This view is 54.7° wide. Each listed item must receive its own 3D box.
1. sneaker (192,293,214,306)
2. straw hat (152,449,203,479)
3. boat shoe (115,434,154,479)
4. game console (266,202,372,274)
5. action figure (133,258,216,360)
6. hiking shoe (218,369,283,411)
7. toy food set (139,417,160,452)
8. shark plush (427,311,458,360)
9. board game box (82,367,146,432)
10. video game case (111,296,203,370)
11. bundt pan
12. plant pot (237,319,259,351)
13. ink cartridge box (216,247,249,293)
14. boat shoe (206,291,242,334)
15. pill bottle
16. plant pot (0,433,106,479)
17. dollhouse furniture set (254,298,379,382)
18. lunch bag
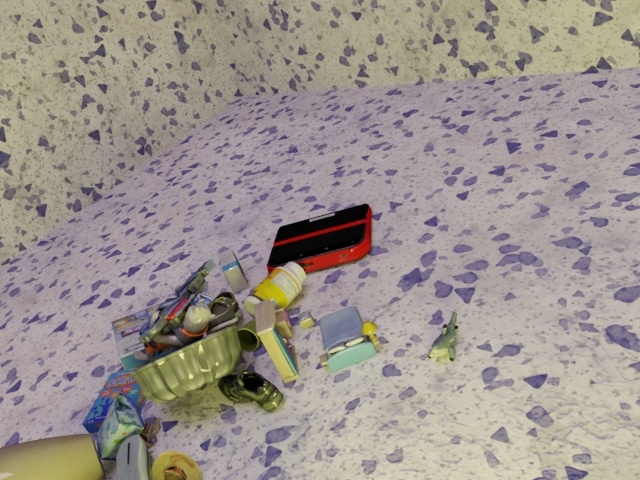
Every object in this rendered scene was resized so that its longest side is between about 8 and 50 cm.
[{"bbox_3d":[-0.435,0.220,2.207,0.144,0.053,0.059,8,44,43],"label":"sneaker"},{"bbox_3d":[-0.365,0.600,1.541,0.061,0.144,0.144,-57,23,20],"label":"straw hat"},{"bbox_3d":[-0.456,0.617,1.546,0.109,0.094,0.302,-31,29,7],"label":"boat shoe"},{"bbox_3d":[0.000,0.000,2.270,0.386,0.060,0.342,-14,26,14],"label":"game console"},{"bbox_3d":[-0.404,0.229,1.864,0.330,0.178,0.341,-22,24,53],"label":"action figure"},{"bbox_3d":[-0.205,0.393,1.713,0.227,0.114,0.086,2,38,37],"label":"hiking shoe"},{"bbox_3d":[-0.495,0.554,1.750,0.078,0.019,0.122,-21,30,5],"label":"toy food set"},{"bbox_3d":[0.335,0.248,1.620,0.073,0.067,0.161,10,44,44],"label":"shark plush"},{"bbox_3d":[-0.614,0.488,1.908,0.160,0.047,0.210,-13,30,17],"label":"board game box"},{"bbox_3d":[-0.557,0.306,2.104,0.269,0.061,0.244,-20,29,-16],"label":"video game case"},{"bbox_3d":[-0.367,0.361,1.766,0.331,0.124,0.331,-24,-5,-2],"label":"bundt pan"},{"bbox_3d":[-0.219,0.290,1.933,0.083,0.083,0.079,-11,21,21],"label":"plant pot"},{"bbox_3d":[-0.323,0.101,2.268,0.060,0.104,0.180,-26,31,-5],"label":"ink cartridge box"},{"bbox_3d":[-0.317,0.226,1.959,0.109,0.091,0.305,-23,3,1],"label":"boat shoe"},{"bbox_3d":[-0.143,0.167,2.027,0.117,0.117,0.215,9,42,42],"label":"pill bottle"},{"bbox_3d":[-0.714,0.621,1.608,0.274,0.256,0.256,-19,27,-21],"label":"plant pot"},{"bbox_3d":[-0.011,0.215,1.782,0.303,0.198,0.286,-21,30,3],"label":"dollhouse furniture set"},{"bbox_3d":[-0.565,0.521,1.733,0.151,0.096,0.129,36,100,51],"label":"lunch bag"}]
